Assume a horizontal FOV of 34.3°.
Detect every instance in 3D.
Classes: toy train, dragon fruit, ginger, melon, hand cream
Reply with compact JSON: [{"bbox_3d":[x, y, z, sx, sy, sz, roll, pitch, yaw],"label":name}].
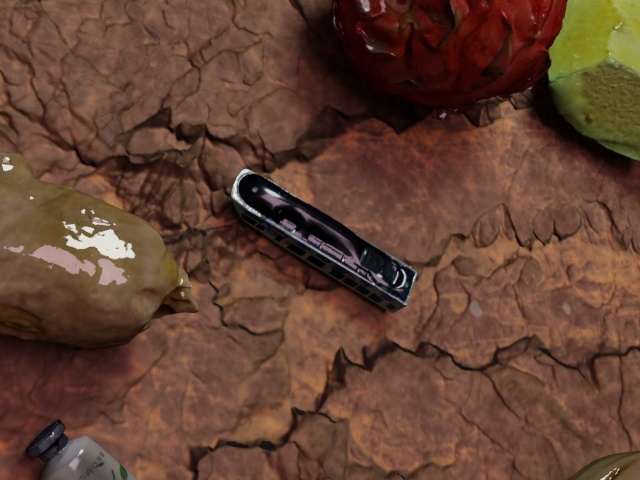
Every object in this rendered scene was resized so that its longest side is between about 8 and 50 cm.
[{"bbox_3d":[0.000,0.000,1.005,0.207,0.047,0.043,32,58,-15],"label":"toy train"},{"bbox_3d":[0.132,-0.249,1.068,0.252,0.241,0.241,-31,89,-21],"label":"dragon fruit"},{"bbox_3d":[-0.224,0.011,0.819,0.267,0.138,0.152,34,53,-10],"label":"ginger"},{"bbox_3d":[0.381,-0.262,1.284,0.196,0.124,0.323,29,54,-19],"label":"melon"},{"bbox_3d":[-0.146,0.241,0.835,0.234,0.050,0.080,50,51,-12],"label":"hand cream"}]

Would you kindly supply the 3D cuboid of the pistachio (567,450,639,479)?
[{"bbox_3d":[0.295,0.285,1.027,0.226,0.136,0.136,-26,86,-29],"label":"pistachio"}]
